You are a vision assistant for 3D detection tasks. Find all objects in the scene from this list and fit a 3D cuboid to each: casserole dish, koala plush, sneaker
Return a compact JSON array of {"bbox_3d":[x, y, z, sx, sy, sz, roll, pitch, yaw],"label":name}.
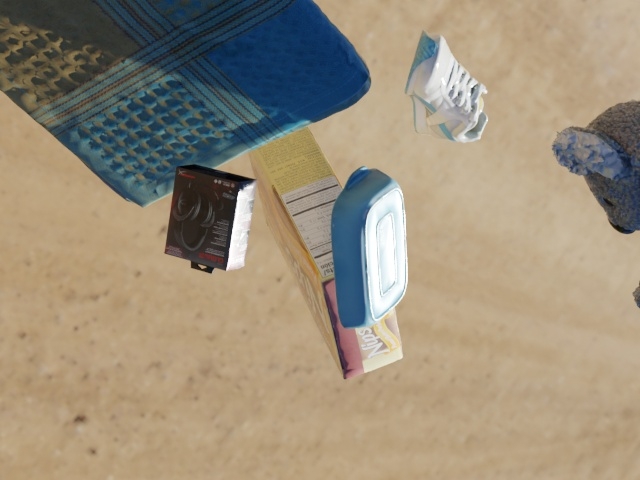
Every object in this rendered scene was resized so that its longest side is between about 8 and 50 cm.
[{"bbox_3d":[0.057,0.012,1.481,0.114,0.037,0.188,-39,132,-48],"label":"casserole dish"},{"bbox_3d":[0.338,-0.057,1.297,0.196,0.221,0.203,-24,144,-46],"label":"koala plush"},{"bbox_3d":[0.165,-0.199,1.776,0.229,0.092,0.087,58,49,-68],"label":"sneaker"}]

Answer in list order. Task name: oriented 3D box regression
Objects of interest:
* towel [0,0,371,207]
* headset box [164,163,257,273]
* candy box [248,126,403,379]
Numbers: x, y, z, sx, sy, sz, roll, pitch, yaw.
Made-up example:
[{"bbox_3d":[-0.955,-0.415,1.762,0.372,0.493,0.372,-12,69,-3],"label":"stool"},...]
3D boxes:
[{"bbox_3d":[-0.157,-0.180,1.117,0.271,0.040,0.370,-24,139,22],"label":"towel"},{"bbox_3d":[-0.091,-0.015,1.125,0.032,0.062,0.083,-13,115,-63],"label":"headset box"},{"bbox_3d":[0.000,0.000,1.748,0.087,0.316,0.183,-21,135,-8],"label":"candy box"}]
